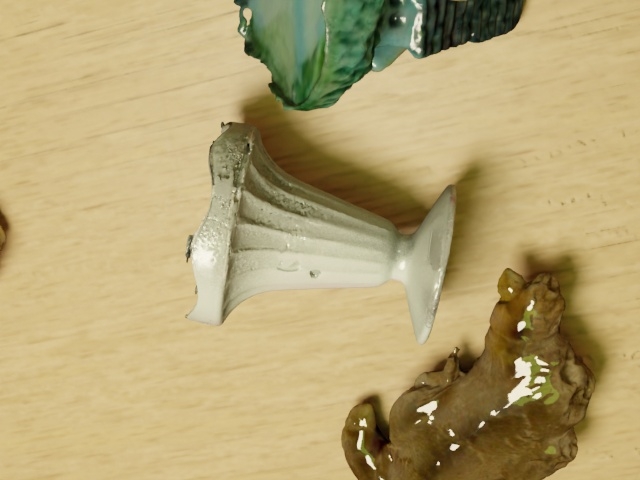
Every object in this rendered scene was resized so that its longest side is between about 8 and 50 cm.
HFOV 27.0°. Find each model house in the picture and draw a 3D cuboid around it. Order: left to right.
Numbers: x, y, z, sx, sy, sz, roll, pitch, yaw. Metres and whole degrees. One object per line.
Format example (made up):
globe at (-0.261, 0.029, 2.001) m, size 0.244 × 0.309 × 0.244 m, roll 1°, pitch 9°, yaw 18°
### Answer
model house at (0.080, -0.232, 0.924) m, size 0.241 × 0.226 × 0.261 m, roll -2°, pitch 116°, yaw -20°

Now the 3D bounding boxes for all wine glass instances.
wine glass at (0.000, 0.000, 1.042) m, size 0.196 × 0.165 × 0.165 m, roll 10°, pitch 112°, yaw 3°

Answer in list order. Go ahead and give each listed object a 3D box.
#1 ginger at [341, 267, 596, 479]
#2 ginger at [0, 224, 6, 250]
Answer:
ginger at (0.118, 0.163, 1.126) m, size 0.166 × 0.080 × 0.333 m, roll 42°, pitch 120°, yaw 9°
ginger at (-0.356, 0.042, 1.171) m, size 0.137 × 0.074 × 0.213 m, roll 22°, pitch 119°, yaw 2°
